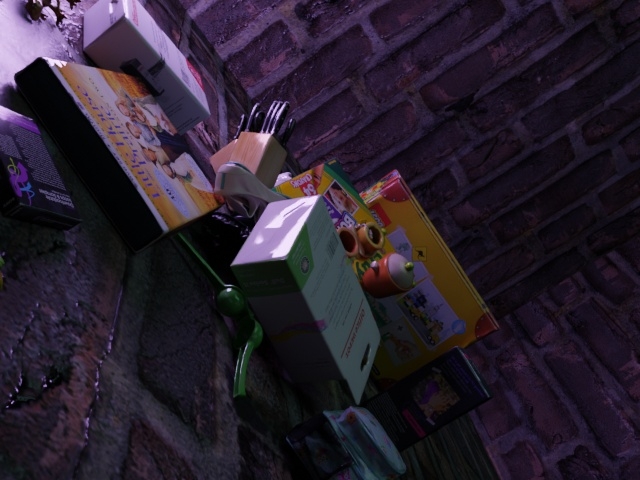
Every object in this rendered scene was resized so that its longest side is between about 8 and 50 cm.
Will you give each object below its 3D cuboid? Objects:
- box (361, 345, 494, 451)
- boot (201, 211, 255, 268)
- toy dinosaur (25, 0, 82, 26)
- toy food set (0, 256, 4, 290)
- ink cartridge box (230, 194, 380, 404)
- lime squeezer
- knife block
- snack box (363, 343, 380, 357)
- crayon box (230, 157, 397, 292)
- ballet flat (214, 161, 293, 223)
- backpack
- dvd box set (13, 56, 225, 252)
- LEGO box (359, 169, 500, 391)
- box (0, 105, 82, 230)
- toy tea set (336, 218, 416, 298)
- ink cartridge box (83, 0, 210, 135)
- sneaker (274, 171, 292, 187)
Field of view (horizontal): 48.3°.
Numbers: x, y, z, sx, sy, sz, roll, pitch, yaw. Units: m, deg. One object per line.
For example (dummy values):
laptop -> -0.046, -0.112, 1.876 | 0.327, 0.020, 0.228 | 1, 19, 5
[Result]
box -> 0.261, 0.383, 1.715 | 0.143, 0.270, 0.165 | 60, 9, 18
boot -> -0.124, 0.049, 1.385 | 0.246, 0.094, 0.207 | 51, 5, 2
toy dinosaur -> -0.495, -0.457, 1.286 | 0.112, 0.064, 0.212 | 45, 14, -48
toy food set -> -0.332, -0.010, 0.566 | 0.218, 0.071, 0.128 | 51, 11, -31
ink cartridge box -> -0.013, 0.119, 1.328 | 0.354, 0.119, 0.207 | 66, 30, -28
lime squeezer -> -0.155, 0.123, 1.162 | 0.109, 0.059, 0.311 | 3, 50, -41
knife block -> -0.137, -0.201, 1.726 | 0.088, 0.242, 0.276 | 44, 16, -51
snack box -> 0.087, 0.243, 1.822 | 0.037, 0.100, 0.141 | 50, 12, -33
crayon box -> 0.000, 0.000, 1.689 | 0.313, 0.106, 0.363 | 56, 39, 1
ballet flat -> -0.129, -0.075, 1.447 | 0.248, 0.086, 0.086 | 32, 25, -51
backpack -> 0.053, 0.358, 1.121 | 0.189, 0.144, 0.166 | 63, 5, 20
dvd box set -> -0.310, -0.152, 1.209 | 0.308, 0.062, 0.420 | 56, 9, -4
LEGO box -> 0.197, 0.117, 1.983 | 0.500, 0.372, 0.193 | 56, 9, -8
box -> -0.358, -0.091, 0.849 | 0.162, 0.029, 0.116 | 58, 10, 16
toy tea set -> 0.086, 0.044, 1.568 | 0.336, 0.124, 0.200 | -12, 76, -49
ink cartridge box -> -0.367, -0.374, 1.508 | 0.273, 0.114, 0.197 | 50, 12, -40
sneaker -> -0.066, -0.080, 2.090 | 0.292, 0.118, 0.110 | 52, 8, -38
